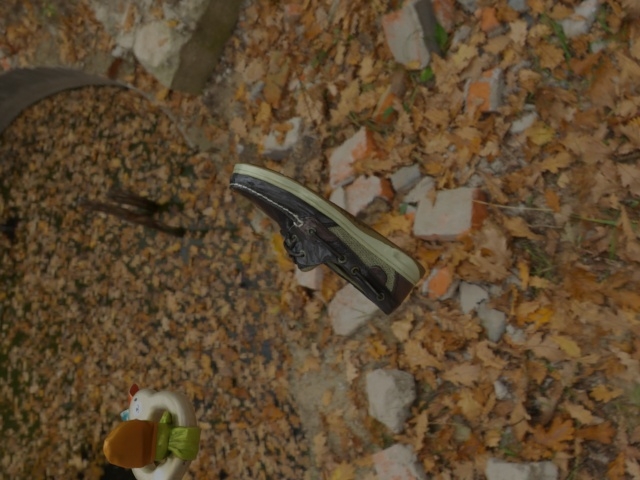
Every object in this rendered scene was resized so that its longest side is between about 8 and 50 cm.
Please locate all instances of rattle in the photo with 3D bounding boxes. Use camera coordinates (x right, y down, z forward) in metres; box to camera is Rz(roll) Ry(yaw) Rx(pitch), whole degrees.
[{"bbox_3d":[-0.258,0.242,0.885,0.200,0.143,0.130,32,113,44],"label":"rattle"}]

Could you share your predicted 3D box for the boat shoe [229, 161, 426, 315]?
[{"bbox_3d":[0.000,0.000,0.463,0.049,0.152,0.056,-60,6,-6],"label":"boat shoe"}]
